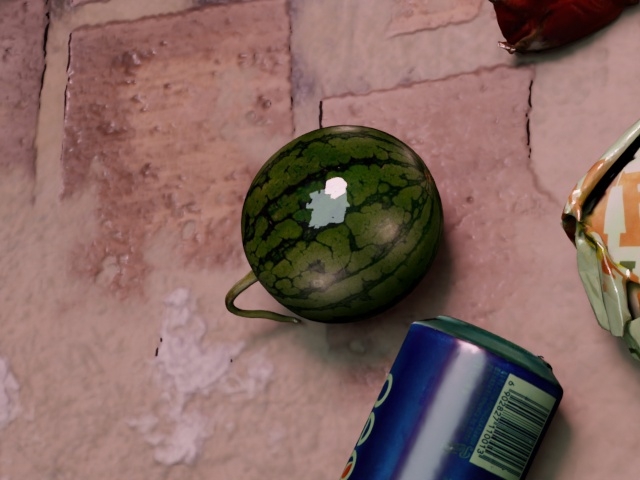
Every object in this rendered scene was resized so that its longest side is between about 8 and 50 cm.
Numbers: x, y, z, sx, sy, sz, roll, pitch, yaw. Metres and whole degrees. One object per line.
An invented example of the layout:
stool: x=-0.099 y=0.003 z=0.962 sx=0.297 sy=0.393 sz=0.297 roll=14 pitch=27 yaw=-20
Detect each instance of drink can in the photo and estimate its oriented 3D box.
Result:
drink can: x=0.077 y=0.160 z=1.067 sx=0.118 sy=0.118 sz=0.205 roll=23 pitch=83 yaw=27

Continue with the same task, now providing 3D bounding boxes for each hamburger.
hamburger: x=0.283 y=0.001 z=1.030 sx=0.235 sy=0.125 sz=0.214 roll=38 pitch=96 yaw=31

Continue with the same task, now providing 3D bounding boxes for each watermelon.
watermelon: x=0.000 y=0.000 z=1.139 sx=0.187 sy=0.141 sz=0.140 roll=-35 pitch=64 yaw=14

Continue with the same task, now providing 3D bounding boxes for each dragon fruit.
dragon fruit: x=0.195 y=-0.219 z=1.138 sx=0.161 sy=0.120 sz=0.127 roll=-9 pitch=76 yaw=12
